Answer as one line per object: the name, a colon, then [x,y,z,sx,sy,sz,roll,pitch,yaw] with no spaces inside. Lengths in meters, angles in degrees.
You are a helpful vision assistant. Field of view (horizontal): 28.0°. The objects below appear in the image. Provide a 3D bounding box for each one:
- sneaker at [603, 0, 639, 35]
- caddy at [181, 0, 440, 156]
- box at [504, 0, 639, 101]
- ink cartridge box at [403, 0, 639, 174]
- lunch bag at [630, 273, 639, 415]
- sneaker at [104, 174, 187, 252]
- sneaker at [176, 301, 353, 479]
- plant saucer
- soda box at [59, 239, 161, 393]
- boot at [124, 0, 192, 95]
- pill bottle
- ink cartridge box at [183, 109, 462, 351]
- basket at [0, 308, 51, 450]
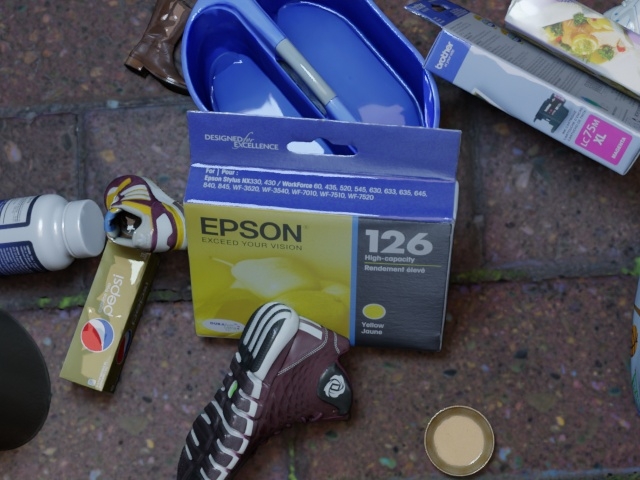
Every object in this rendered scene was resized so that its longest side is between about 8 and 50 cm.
sneaker: [0.395,-0.284,1.584,0.082,0.071,0.191,21,83,13]
caddy: [-0.010,-0.181,1.538,0.241,0.179,0.341,-40,81,-2]
box: [0.371,-0.207,1.518,0.324,0.067,0.063,30,96,8]
ink cartridge box: [0.242,-0.191,1.519,0.311,0.186,0.065,32,112,7]
lunch bag: [0.424,0.071,1.435,0.114,0.243,0.304,5,80,5]
sneaker: [-0.230,-0.035,1.534,0.083,0.185,0.070,-4,107,-36]
sneaker: [-0.049,0.219,1.519,0.162,0.106,0.281,20,108,-27]
plant saucer: [0.166,0.240,1.540,0.083,0.015,0.083,0,81,3]
soda box: [-0.256,0.092,1.569,0.058,0.061,0.181,17,82,7]
boot: [-0.181,-0.252,1.635,0.106,0.037,0.114,27,79,5]
pill bottle: [-0.352,-0.007,1.558,0.169,0.094,0.094,-6,80,17]
ink cartridge box: [0.000,0.000,1.459,0.303,0.307,0.072,4,47,5]
basket: [-0.429,0.149,1.488,0.154,0.227,0.204,-37,80,-3]
